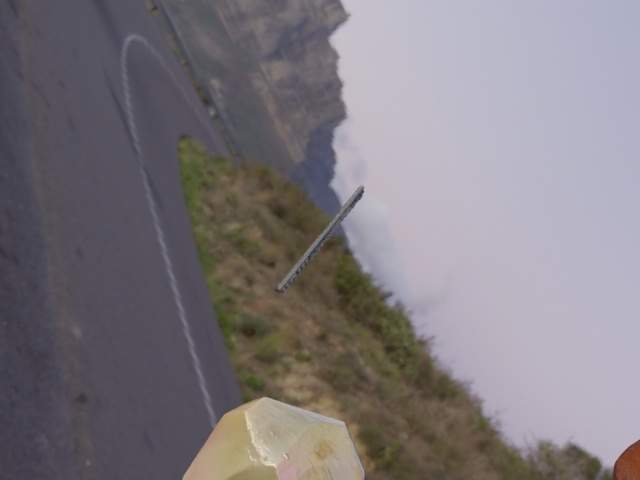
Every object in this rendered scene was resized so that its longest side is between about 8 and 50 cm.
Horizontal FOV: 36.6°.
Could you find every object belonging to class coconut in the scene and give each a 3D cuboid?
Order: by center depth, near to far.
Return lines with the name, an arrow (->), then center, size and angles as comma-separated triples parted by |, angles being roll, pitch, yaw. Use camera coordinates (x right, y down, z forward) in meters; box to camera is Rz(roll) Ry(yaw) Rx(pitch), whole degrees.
coconut -> -0.057, 0.304, 1.187 | 0.197, 0.237, 0.237 | -17, -78, 48

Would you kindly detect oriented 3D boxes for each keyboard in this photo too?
keyboard -> -0.001, -0.001, 1.275 | 0.014, 0.176, 0.055 | 39, -7, 3

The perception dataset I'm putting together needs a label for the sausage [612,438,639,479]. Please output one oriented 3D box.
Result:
sausage -> 0.370, 0.290, 0.936 | 0.259, 0.113, 0.114 | -94, 160, -69
